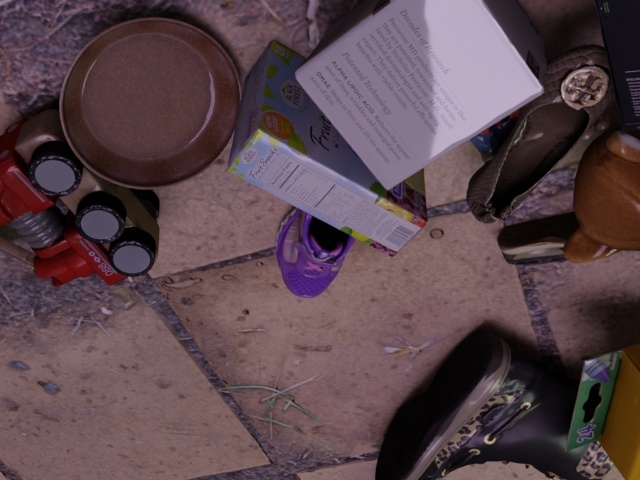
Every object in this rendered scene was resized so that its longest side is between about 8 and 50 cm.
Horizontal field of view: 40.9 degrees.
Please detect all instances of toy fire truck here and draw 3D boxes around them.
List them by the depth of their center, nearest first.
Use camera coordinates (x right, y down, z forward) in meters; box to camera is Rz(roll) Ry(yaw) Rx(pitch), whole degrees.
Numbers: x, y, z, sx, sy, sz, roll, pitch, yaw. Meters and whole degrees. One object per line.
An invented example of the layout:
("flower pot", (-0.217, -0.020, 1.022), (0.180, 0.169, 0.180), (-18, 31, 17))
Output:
("toy fire truck", (-0.347, -0.031, 1.053), (0.246, 0.158, 0.217), (-26, 127, 13))

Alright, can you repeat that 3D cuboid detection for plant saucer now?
("plant saucer", (-0.186, -0.152, 0.946), (0.199, 0.036, 0.198), (-11, 124, -16))

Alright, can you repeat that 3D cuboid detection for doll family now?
("doll family", (0.213, -0.145, 0.938), (0.193, 0.076, 0.111), (-27, 130, 30))

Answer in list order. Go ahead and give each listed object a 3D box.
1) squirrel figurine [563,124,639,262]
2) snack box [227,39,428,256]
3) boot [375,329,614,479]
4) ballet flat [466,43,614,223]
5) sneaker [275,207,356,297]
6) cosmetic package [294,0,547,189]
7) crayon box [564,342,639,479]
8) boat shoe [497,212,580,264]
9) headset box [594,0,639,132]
("squirrel figurine", (0.440, 0.012, 0.864), (0.371, 0.397, 0.281), (17, 143, 6))
("snack box", (0.013, -0.100, 0.923), (0.207, 0.174, 0.070), (26, 129, -20))
("boot", (0.273, 0.315, 1.326), (0.284, 0.138, 0.377), (21, 123, -14))
("ballet flat", (0.224, -0.098, 0.893), (0.084, 0.058, 0.250), (21, 138, -11))
("sneaker", (0.000, 0.000, 1.067), (0.095, 0.104, 0.236), (13, 134, -10))
("cosmetic package", (0.103, -0.179, 0.839), (0.184, 0.151, 0.151), (-32, 108, 28))
("crayon box", (0.505, 0.208, 1.161), (0.323, 0.083, 0.203), (-15, 132, -11))
("boat shoe", (0.304, 0.001, 1.085), (0.152, 0.056, 0.049), (-4, 138, 21))
("headset box", (0.355, -0.246, 0.699), (0.246, 0.131, 0.283), (-1, 132, 35))
